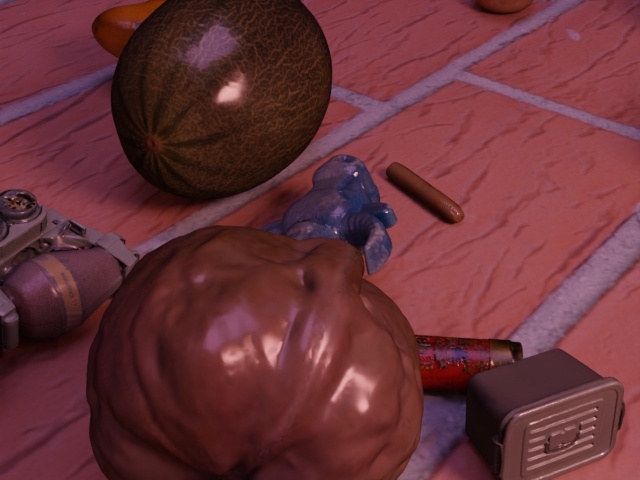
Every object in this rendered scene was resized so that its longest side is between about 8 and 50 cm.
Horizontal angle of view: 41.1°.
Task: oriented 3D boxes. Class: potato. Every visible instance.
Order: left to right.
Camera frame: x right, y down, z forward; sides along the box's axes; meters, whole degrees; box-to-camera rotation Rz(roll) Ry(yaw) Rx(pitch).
[{"bbox_3d":[0.326,-0.452,1.492,0.112,0.112,0.147,0,29,0],"label":"potato"}]

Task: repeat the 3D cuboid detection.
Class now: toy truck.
[{"bbox_3d":[-0.295,0.056,0.802,0.140,0.108,0.256,28,40,13],"label":"toy truck"}]

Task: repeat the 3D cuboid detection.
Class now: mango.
[{"bbox_3d":[-0.194,-0.318,1.299,0.295,0.120,0.177,-27,52,-29],"label":"mango"}]

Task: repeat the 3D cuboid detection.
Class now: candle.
[{"bbox_3d":[0.113,0.110,0.766,0.131,0.052,0.052,4,36,6],"label":"candle"}]

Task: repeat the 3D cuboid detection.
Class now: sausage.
[{"bbox_3d":[0.124,-0.058,1.018,0.024,0.024,0.132,-21,40,-26],"label":"sausage"}]

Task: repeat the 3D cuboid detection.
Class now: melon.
[{"bbox_3d":[-0.114,-0.179,1.005,0.238,0.237,0.301,15,41,19],"label":"melon"}]

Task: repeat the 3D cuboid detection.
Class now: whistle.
[{"bbox_3d":[0.000,0.000,0.884,0.180,0.093,0.269,-10,30,29],"label":"whistle"}]

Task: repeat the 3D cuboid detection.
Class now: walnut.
[{"bbox_3d":[-0.044,0.101,0.632,0.249,0.248,0.248,0,36,0],"label":"walnut"}]

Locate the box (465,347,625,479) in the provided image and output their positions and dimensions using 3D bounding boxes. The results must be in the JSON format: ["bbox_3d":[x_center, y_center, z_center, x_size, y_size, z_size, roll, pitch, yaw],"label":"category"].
[{"bbox_3d":[0.178,0.142,0.699,0.123,0.084,0.069,-13,31,-19],"label":"box"}]
